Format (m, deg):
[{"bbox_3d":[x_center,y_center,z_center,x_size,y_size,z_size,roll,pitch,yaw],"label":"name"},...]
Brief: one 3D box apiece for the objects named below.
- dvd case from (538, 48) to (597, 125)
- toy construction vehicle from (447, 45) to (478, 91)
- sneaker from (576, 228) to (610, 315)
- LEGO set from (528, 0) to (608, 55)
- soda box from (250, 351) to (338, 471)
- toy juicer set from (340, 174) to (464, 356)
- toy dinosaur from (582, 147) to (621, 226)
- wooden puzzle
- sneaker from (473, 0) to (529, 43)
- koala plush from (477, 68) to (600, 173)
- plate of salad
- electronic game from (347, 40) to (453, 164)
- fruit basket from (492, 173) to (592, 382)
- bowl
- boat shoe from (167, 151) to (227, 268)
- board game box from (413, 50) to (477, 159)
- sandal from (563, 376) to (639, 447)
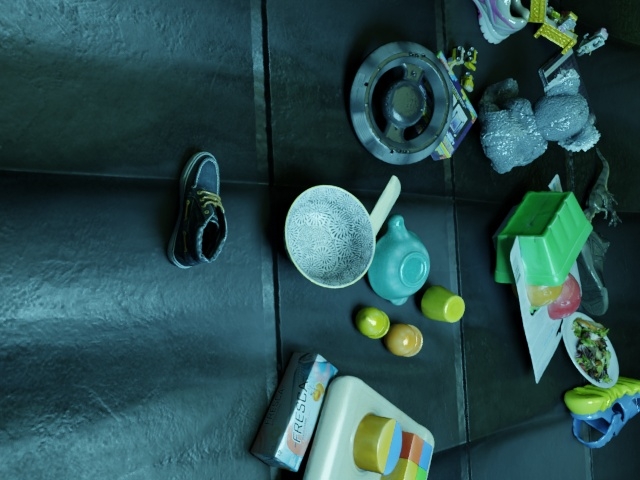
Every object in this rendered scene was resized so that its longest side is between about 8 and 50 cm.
[{"bbox_3d":[0.627,-0.362,2.034,0.164,0.018,0.221,-41,114,-37],"label":"dvd case"},{"bbox_3d":[0.302,-0.372,1.717,0.085,0.035,0.098,17,76,-53],"label":"toy construction vehicle"},{"bbox_3d":[0.675,0.066,1.987,0.130,0.087,0.228,-31,102,-35],"label":"sneaker"},{"bbox_3d":[0.563,-0.566,1.929,0.287,0.132,0.107,43,50,-25],"label":"LEGO set"},{"bbox_3d":[-0.041,0.273,1.295,0.058,0.062,0.183,43,58,-35],"label":"soda box"},{"bbox_3d":[0.120,0.068,1.468,0.209,0.089,0.329,-42,119,-19],"label":"toy juicer set"},{"bbox_3d":[0.727,-0.109,2.077,0.118,0.064,0.268,42,55,-25],"label":"toy dinosaur"},{"bbox_3d":[0.095,0.433,1.360,0.348,0.080,0.322,41,59,-47],"label":"wooden puzzle"},{"bbox_3d":[0.378,-0.555,1.750,0.252,0.111,0.103,51,54,-28],"label":"sneaker"},{"bbox_3d":[0.458,-0.247,1.687,0.203,0.221,0.196,-46,118,-59],"label":"koala plush"},{"bbox_3d":[0.660,0.259,1.942,0.199,0.048,0.200,23,48,-29],"label":"plate of salad"},{"bbox_3d":[0.154,-0.258,1.514,0.229,0.048,0.230,-4,100,-26],"label":"electronic game"},{"bbox_3d":[0.497,0.081,1.795,0.327,0.165,0.353,-48,135,-40],"label":"fruit basket"},{"bbox_3d":[0.000,0.000,1.340,0.170,0.080,0.170,6,76,-27],"label":"bowl"},{"bbox_3d":[-0.168,-0.048,1.193,0.065,0.083,0.184,22,71,-40],"label":"boat shoe"},{"bbox_3d":[0.237,-0.273,1.630,0.170,0.048,0.141,55,55,-25],"label":"board game box"},{"bbox_3d":[0.706,0.414,1.968,0.317,0.126,0.138,-6,95,-36],"label":"sandal"}]
